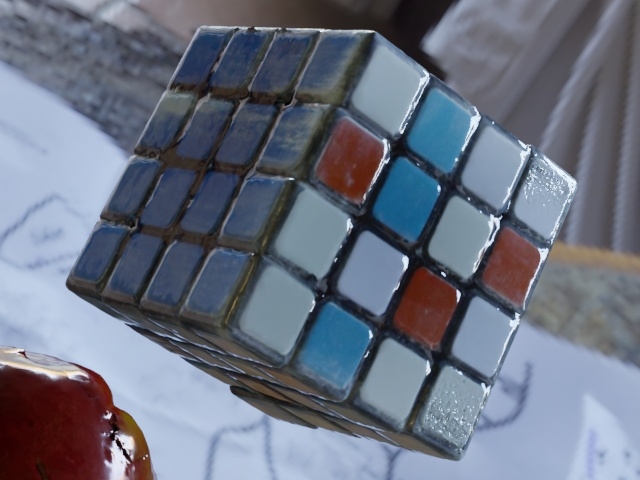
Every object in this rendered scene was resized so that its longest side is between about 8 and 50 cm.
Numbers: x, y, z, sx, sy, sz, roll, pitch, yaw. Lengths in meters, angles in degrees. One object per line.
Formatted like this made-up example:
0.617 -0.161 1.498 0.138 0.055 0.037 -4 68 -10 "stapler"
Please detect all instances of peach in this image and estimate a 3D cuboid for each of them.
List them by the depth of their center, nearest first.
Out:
-0.187 0.148 0.984 0.197 0.197 0.197 22 35 -17 "peach"

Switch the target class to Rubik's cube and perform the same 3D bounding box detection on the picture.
0.000 -0.001 1.452 0.253 0.256 0.259 33 -14 -32 "Rubik's cube"
